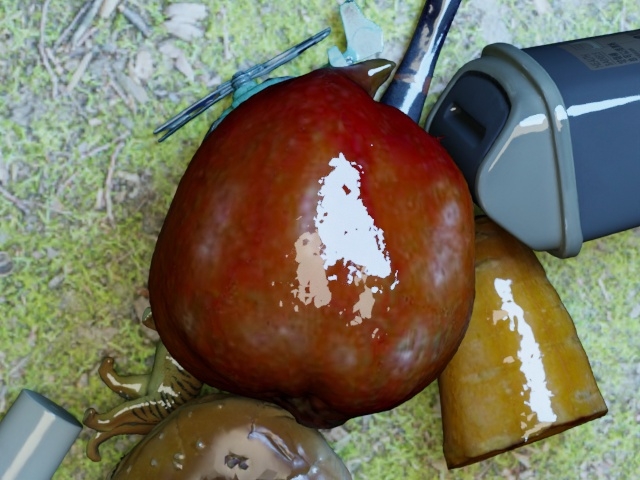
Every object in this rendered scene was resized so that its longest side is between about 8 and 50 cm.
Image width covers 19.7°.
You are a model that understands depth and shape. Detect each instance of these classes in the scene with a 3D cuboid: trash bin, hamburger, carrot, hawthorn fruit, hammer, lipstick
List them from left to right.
[{"bbox_3d":[-0.318,0.262,1.717,0.070,0.070,0.254,34,89,-6],"label":"lipstick"},{"bbox_3d":[-0.083,0.276,1.695,0.243,0.146,0.286,-2,102,-2],"label":"hamburger"},{"bbox_3d":[-0.007,0.014,1.601,0.295,0.295,0.311,-13,109,-4],"label":"hawthorn fruit"},{"bbox_3d":[0.104,-0.179,1.752,0.137,0.037,0.290,19,90,-4],"label":"hammer"},{"bbox_3d":[0.163,0.088,1.719,0.159,0.159,0.225,-17,86,-4],"label":"carrot"},{"bbox_3d":[0.255,-0.099,1.681,0.290,0.209,0.182,-13,111,-10],"label":"trash bin"}]

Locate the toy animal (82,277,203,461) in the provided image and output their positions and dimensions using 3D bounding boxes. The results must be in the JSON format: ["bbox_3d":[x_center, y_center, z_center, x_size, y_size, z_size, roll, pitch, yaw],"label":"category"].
[{"bbox_3d":[-0.141,0.108,1.729,0.099,0.057,0.241,28,90,-20],"label":"toy animal"}]

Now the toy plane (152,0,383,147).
[{"bbox_3d":[-0.038,-0.130,1.735,0.235,0.060,0.096,-32,82,1],"label":"toy plane"}]
